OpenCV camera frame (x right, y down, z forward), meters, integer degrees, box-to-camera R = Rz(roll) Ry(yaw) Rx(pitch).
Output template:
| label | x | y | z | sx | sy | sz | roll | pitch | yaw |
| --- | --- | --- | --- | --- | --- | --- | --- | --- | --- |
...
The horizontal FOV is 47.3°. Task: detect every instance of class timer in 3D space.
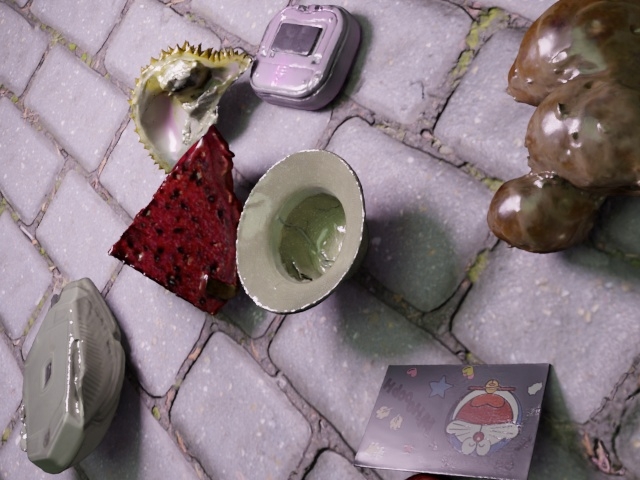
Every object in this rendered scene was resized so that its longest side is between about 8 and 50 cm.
| label | x | y | z | sx | sy | sz | roll | pitch | yaw |
| --- | --- | --- | --- | --- | --- | --- | --- | --- | --- |
| timer | -0.034 | -0.333 | 1.316 | 0.209 | 0.069 | 0.190 | 17 | 84 | 43 |

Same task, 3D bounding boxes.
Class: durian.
| label | x | y | z | sx | sy | sz | roll | pitch | yaw |
| --- | --- | --- | --- | --- | --- | --- | --- | --- | --- |
| durian | -0.257 | -0.273 | 1.403 | 0.306 | 0.172 | 0.166 | -43 | 57 | 27 |

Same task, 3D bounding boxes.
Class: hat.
| label | x | y | z | sx | sy | sz | roll | pitch | yaw |
| --- | --- | --- | --- | --- | --- | --- | --- | --- | --- |
| hat | 0.000 | 0.000 | 1.135 | 0.257 | 0.130 | 0.257 | -14 | 66 | 35 |

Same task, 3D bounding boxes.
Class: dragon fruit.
| label | x | y | z | sx | sy | sz | roll | pitch | yaw |
| --- | --- | --- | --- | --- | --- | --- | --- | --- | --- |
| dragon fruit | -0.234 | -0.040 | 1.273 | 0.302 | 0.240 | 0.330 | 29 | 103 | 23 |

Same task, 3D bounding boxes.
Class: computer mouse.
| label | x | y | z | sx | sy | sz | roll | pitch | yaw |
| --- | --- | --- | --- | --- | --- | --- | --- | --- | --- |
| computer mouse | -0.474 | 0.264 | 1.435 | 0.228 | 0.146 | 0.429 | -48 | 39 | 26 |

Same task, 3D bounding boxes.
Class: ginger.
| label | x | y | z | sx | sy | sz | roll | pitch | yaw |
| --- | --- | --- | --- | --- | --- | --- | --- | --- | --- |
| ginger | 0.326 | -0.171 | 0.901 | 0.256 | 0.176 | 0.375 | -11 | 68 | 53 |

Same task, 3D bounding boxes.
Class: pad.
| label | x | y | z | sx | sy | sz | roll | pitch | yaw |
| --- | --- | --- | --- | --- | --- | --- | --- | --- | --- |
| pad | 0.167 | 0.230 | 0.952 | 0.246 | 0.006 | 0.170 | -7 | 43 | 37 |

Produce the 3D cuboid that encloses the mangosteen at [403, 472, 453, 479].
| label | x | y | z | sx | sy | sz | roll | pitch | yaw |
| --- | --- | --- | --- | --- | --- | --- | --- | --- | --- |
| mangosteen | 0.130 | 0.360 | 0.904 | 0.140 | 0.140 | 0.140 | -14 | 67 | 36 |
